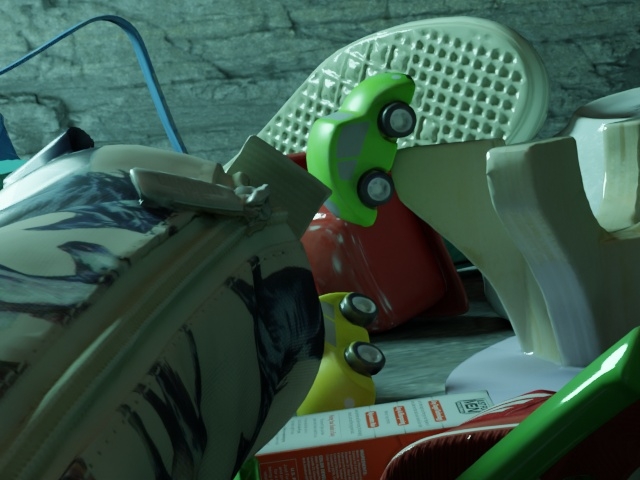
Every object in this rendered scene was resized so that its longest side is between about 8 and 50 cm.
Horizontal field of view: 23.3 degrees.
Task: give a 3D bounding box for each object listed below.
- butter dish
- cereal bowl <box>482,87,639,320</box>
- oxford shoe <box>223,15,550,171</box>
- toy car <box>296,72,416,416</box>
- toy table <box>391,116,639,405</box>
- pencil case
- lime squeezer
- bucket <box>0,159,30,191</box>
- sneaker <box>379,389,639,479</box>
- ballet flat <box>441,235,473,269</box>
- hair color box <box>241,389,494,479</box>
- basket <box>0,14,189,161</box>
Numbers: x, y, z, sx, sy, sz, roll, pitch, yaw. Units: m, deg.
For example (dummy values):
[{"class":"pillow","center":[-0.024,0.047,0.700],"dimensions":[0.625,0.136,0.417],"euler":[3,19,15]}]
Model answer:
[{"class":"butter dish","center":[0.012,0.018,1.225],"dimensions":[0.160,0.160,0.118],"euler":[-2,31,47]},{"class":"cereal bowl","center":[0.284,-0.044,1.201],"dimensions":[0.339,0.141,0.339],"euler":[-12,13,3]},{"class":"oxford shoe","center":[0.038,-0.062,1.361],"dimensions":[0.130,0.169,0.449],"euler":[-3,-21,-42]},{"class":"toy car","center":[0.000,0.000,0.950],"dimensions":[0.053,0.225,0.239],"euler":[17,0,-17]},{"class":"toy table","center":[0.166,0.013,0.911],"dimensions":[0.252,0.160,0.274],"euler":[-5,6,18]},{"class":"pencil case","center":[-0.099,0.075,0.471],"dimensions":[0.160,0.183,0.410],"euler":[30,16,-1]},{"class":"lime squeezer","center":[0.002,0.104,0.562],"dimensions":[0.059,0.110,0.310],"euler":[19,-21,-20]},{"class":"bucket","center":[-0.272,0.059,0.915],"dimensions":[0.281,0.183,0.281],"euler":[-8,6,1]},{"class":"sneaker","center":[0.142,0.084,0.656],"dimensions":[0.221,0.087,0.128],"euler":[-4,8,17]},{"class":"ballet flat","center":[0.158,-0.014,1.470],"dimensions":[0.247,0.087,0.083],"euler":[-8,6,-8]},{"class":"hair color box","center":[0.019,0.109,0.758],"dimensions":[0.141,0.043,0.072],"euler":[-9,6,1]},{"class":"basket","center":[-0.229,-0.012,1.243],"dimensions":[0.289,0.254,0.201],"euler":[-30,13,-19]}]
